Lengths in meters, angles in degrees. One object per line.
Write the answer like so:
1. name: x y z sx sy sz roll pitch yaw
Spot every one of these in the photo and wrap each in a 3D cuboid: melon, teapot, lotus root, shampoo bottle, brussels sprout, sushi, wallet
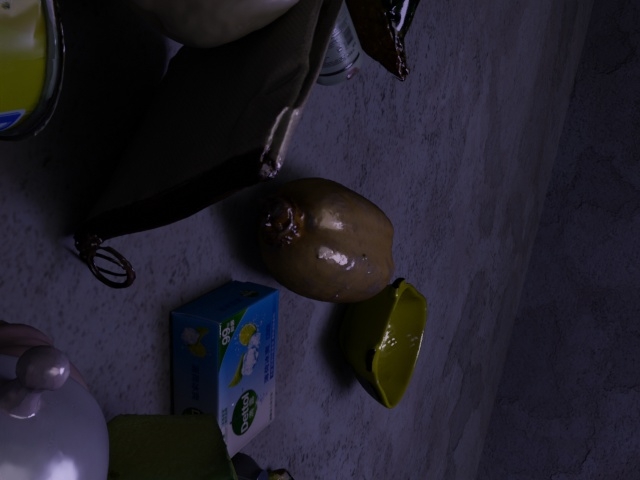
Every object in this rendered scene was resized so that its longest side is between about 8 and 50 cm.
1. melon: -0.140 0.306 0.863 0.323 0.196 0.124 73 26 -50
2. teapot: -0.110 0.337 1.072 0.088 0.057 0.066 36 67 -63
3. lotus root: 0.000 0.000 1.065 0.343 0.152 0.169 17 69 -60
4. shampoo bottle: -0.017 -0.314 0.971 0.085 0.085 0.262 -67 152 -23
5. brussels sprout: -0.070 0.381 1.187 0.083 0.046 0.050 45 40 -58
6. sushi: 0.114 -0.398 1.141 0.149 0.140 0.287 21 80 -71
7. wallet: -0.097 -0.108 0.679 0.068 0.335 0.274 33 60 -29

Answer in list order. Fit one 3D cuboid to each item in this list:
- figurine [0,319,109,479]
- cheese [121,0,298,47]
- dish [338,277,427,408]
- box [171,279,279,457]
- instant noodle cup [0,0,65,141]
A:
1. figurine: -0.270 0.222 0.513 0.253 0.211 0.361 24 79 -64
2. cheese: -0.112 -0.273 0.632 0.251 0.174 0.248 51 11 -6
3. dish: 0.103 0.177 1.392 0.221 0.108 0.262 -69 155 -19
4. box: -0.118 0.163 0.966 0.139 0.073 0.194 -28 125 -59
5. instant noodle cup: -0.270 -0.127 0.419 0.153 0.205 0.204 -35 131 -43
